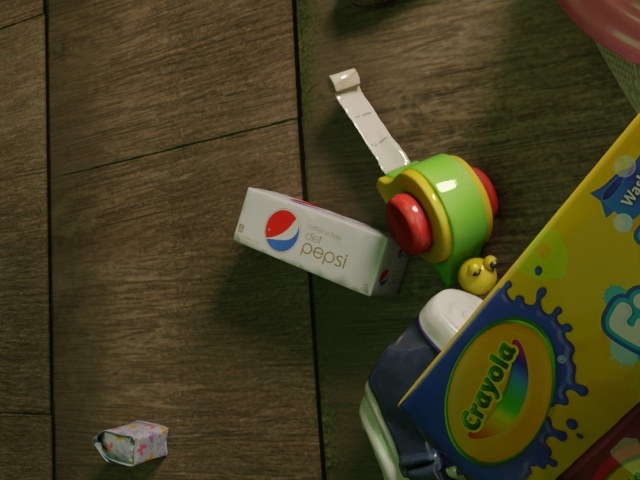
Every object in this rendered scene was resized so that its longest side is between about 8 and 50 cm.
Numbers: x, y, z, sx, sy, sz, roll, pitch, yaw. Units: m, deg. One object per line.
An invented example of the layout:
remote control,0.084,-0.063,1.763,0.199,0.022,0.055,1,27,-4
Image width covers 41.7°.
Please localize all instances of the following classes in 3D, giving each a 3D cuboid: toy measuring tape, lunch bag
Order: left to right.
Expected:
lunch bag,-0.268,0.285,1.188,0.083,0.071,0.053,6,94,32
toy measuring tape,0.104,-0.086,0.932,0.121,0.121,0.330,-39,68,26

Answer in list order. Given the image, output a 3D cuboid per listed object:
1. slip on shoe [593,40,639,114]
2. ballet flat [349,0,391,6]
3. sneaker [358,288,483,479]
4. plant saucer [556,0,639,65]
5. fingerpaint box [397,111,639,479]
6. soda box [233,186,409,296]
slip on shoe,0.302,-0.274,0.829,0.101,0.123,0.331,-22,73,5
ballet flat,0.123,-0.346,0.973,0.250,0.058,0.084,-15,78,32
sneaker,0.182,0.228,0.876,0.323,0.130,0.236,41,123,19
plant saucer,0.353,-0.307,0.727,0.332,0.084,0.332,-2,80,9
fingerpaint box,0.326,0.072,0.541,0.371,0.163,0.445,44,121,17
soda box,0.000,0.000,1.028,0.216,0.069,0.074,21,98,32
